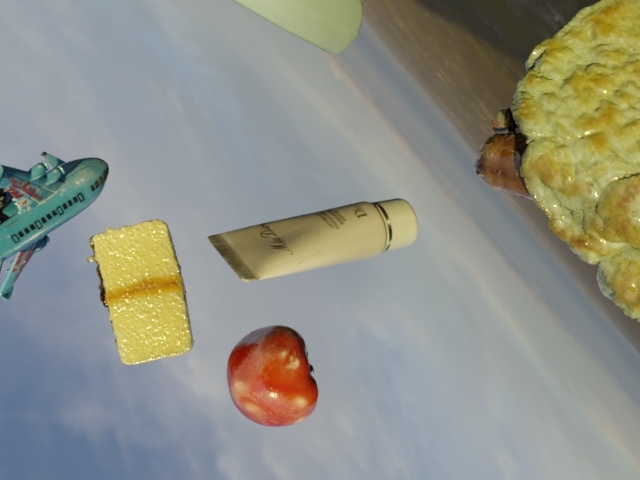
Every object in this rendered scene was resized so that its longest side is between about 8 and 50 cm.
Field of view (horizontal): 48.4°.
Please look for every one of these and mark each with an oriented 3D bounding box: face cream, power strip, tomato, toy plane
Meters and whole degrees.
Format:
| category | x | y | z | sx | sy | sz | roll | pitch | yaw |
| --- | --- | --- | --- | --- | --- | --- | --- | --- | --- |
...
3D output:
| category | x | y | z | sx | sy | sz | roll | pitch | yaw |
| --- | --- | --- | --- | --- | --- | --- | --- | --- | --- |
| face cream | 0.000 | 0.000 | 1.073 | 0.143 | 0.315 | 0.089 | 43 | 139 | 49 |
| power strip | -0.081 | -0.251 | 0.620 | 0.168 | 0.054 | 0.253 | 15 | -156 | -45 |
| tomato | -0.085 | 0.232 | 1.228 | 0.187 | 0.152 | 0.187 | 178 | 90 | -80 |
| toy plane | -0.379 | -0.034 | 0.916 | 0.105 | 0.254 | 0.271 | 29 | -131 | 2 |

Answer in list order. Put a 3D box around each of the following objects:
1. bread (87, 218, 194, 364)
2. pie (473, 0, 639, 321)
| category | x | y | z | sx | sy | sz | roll | pitch | yaw |
| --- | --- | --- | --- | --- | --- | --- | --- | --- | --- |
| bread | -0.312 | 0.094 | 1.352 | 0.178 | 0.142 | 0.265 | -2 | -104 | -61 |
| pie | 0.273 | -0.078 | 0.531 | 0.105 | 0.257 | 0.274 | 15 | -149 | -55 |
